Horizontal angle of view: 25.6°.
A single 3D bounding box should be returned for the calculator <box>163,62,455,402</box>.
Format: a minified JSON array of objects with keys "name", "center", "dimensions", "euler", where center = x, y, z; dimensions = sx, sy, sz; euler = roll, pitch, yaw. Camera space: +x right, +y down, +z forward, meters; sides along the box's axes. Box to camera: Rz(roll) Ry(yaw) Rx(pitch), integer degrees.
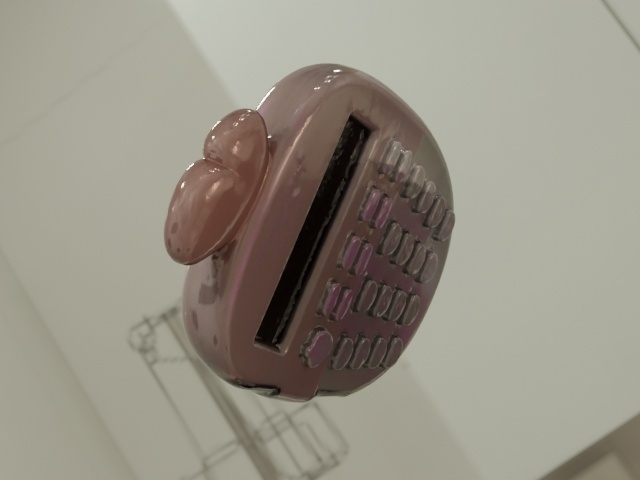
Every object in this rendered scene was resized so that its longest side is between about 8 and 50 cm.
[{"name":"calculator","center":[0.000,0.000,0.439],"dimensions":[0.166,0.024,0.103],"euler":[29,-96,-60]}]
